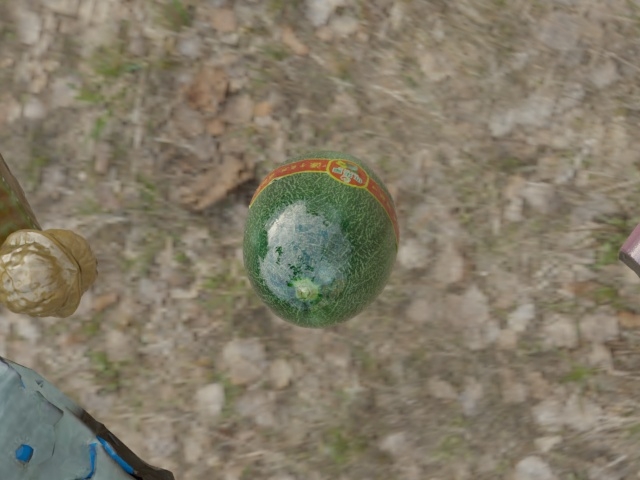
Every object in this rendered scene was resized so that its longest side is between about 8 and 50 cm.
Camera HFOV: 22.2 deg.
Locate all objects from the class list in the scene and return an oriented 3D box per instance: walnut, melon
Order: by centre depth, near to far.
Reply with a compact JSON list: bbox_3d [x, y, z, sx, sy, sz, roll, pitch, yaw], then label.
[{"bbox_3d":[-0.226,0.027,1.334,0.096,0.079,0.083,-8,113,46],"label":"walnut"},{"bbox_3d":[0.000,0.000,1.855,0.182,0.288,0.182,2,118,3],"label":"melon"}]

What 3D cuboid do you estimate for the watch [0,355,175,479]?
[{"bbox_3d":[-0.178,0.028,0.442,0.274,0.276,0.068,14,61,37],"label":"watch"}]

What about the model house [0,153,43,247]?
[{"bbox_3d":[-0.453,-0.045,1.855,0.268,0.173,0.239,-28,81,-18],"label":"model house"}]

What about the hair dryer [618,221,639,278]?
[{"bbox_3d":[0.233,0.008,0.861,0.106,0.154,0.054,-49,39,3],"label":"hair dryer"}]
